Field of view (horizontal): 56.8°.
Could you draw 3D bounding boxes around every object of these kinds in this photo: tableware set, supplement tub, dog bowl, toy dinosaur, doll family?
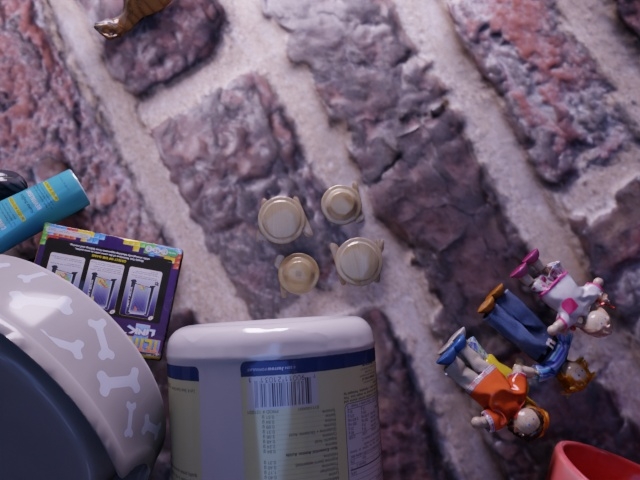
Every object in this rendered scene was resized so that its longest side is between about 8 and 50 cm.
[{"bbox_3d":[0.000,0.000,0.791,0.168,0.020,0.141,-11,86,-3],"label":"tableware set"},{"bbox_3d":[-0.047,0.252,0.655,0.235,0.235,0.325,-3,84,-1],"label":"supplement tub"},{"bbox_3d":[-0.319,0.168,0.626,0.348,0.102,0.349,12,123,19],"label":"dog bowl"},{"bbox_3d":[-0.218,-0.352,0.812,0.211,0.064,0.112,-28,103,5],"label":"toy dinosaur"},{"bbox_3d":[0.259,0.146,0.748,0.163,0.118,0.263,44,67,10],"label":"doll family"}]

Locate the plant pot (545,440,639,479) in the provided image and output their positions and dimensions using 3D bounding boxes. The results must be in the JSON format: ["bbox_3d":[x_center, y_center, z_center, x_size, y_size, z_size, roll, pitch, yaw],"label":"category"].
[{"bbox_3d":[0.343,0.399,0.647,0.274,0.275,0.243,22,94,1],"label":"plant pot"}]

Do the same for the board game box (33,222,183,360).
[{"bbox_3d":[-0.268,0.066,0.735,0.170,0.048,0.141,12,72,-12],"label":"board game box"}]

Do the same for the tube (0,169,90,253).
[{"bbox_3d":[-0.396,-0.019,0.741,0.207,0.052,0.080,-33,66,-21],"label":"tube"}]

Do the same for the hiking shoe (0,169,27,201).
[{"bbox_3d":[-0.499,-0.074,0.754,0.226,0.086,0.114,-12,61,-18],"label":"hiking shoe"}]

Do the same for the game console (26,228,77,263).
[{"bbox_3d":[-0.330,0.062,0.750,0.107,0.071,0.122,-37,86,7],"label":"game console"}]
